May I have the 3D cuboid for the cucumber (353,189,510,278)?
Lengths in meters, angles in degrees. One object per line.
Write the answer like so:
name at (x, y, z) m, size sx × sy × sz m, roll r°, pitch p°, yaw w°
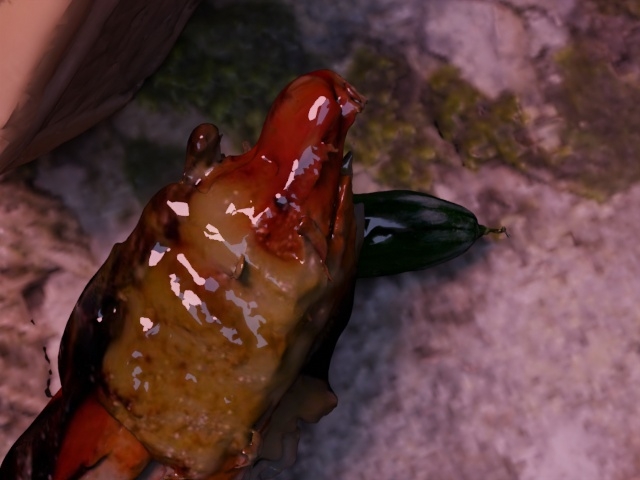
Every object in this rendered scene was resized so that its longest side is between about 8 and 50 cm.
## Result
cucumber at (0.000, 0.000, 0.585) m, size 0.168 × 0.039 × 0.039 m, roll -9°, pitch 79°, yaw -2°

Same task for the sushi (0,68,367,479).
sushi at (-0.038, 0.039, 0.530) m, size 0.097 × 0.103 × 0.226 m, roll 37°, pitch 106°, yaw 21°

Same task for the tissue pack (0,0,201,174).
tissue pack at (-0.147, -0.217, 0.560) m, size 0.305 × 0.238 × 0.238 m, roll 42°, pitch 80°, yaw 6°
